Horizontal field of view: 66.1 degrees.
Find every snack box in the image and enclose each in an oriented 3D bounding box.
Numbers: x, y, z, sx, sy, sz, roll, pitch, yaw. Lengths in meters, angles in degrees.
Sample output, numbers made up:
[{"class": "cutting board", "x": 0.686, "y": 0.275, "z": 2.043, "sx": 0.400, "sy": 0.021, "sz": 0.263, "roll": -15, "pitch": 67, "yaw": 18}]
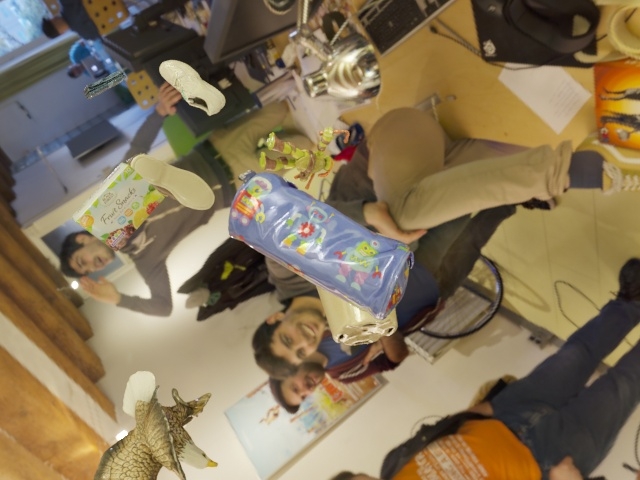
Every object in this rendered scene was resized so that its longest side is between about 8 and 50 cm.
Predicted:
[{"class": "snack box", "x": -0.386, "y": -0.064, "z": 0.944, "sx": 0.037, "sy": 0.141, "sz": 0.100, "roll": 22, "pitch": 161, "yaw": 47}]

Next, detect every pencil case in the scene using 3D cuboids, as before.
[{"class": "pencil case", "x": 0.000, "y": 0.000, "z": 0.770, "sx": 0.306, "sy": 0.133, "sz": 0.119, "roll": 29, "pitch": 167, "yaw": 15}]

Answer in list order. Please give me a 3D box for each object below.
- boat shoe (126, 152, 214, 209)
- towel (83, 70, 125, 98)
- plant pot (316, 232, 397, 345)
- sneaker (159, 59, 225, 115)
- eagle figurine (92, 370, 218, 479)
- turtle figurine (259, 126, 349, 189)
[{"class": "boat shoe", "x": -0.529, "y": -0.207, "z": 1.749, "sx": 0.324, "sy": 0.117, "sz": 0.096, "roll": 27, "pitch": 174, "yaw": -37}, {"class": "towel", "x": -0.615, "y": -0.444, "z": 1.397, "sx": 0.067, "sy": 0.119, "sz": 0.029, "roll": -2, "pitch": 126, "yaw": 54}, {"class": "plant pot", "x": 0.126, "y": 0.184, "z": 1.713, "sx": 0.334, "sy": 0.333, "sz": 0.306, "roll": 81, "pitch": 179, "yaw": -60}, {"class": "sneaker", "x": -0.387, "y": -0.445, "z": 1.441, "sx": 0.212, "sy": 0.094, "sz": 0.080, "roll": 32, "pitch": 137, "yaw": -7}, {"class": "eagle figurine", "x": -0.291, "y": 0.373, "z": 0.881, "sx": 0.298, "sy": 0.225, "sz": 0.227, "roll": -41, "pitch": -56, "yaw": -81}, {"class": "turtle figurine", "x": -0.051, "y": -0.211, "z": 1.341, "sx": 0.269, "sy": 0.217, "sz": 0.087, "roll": -46, "pitch": 46, "yaw": 52}]
